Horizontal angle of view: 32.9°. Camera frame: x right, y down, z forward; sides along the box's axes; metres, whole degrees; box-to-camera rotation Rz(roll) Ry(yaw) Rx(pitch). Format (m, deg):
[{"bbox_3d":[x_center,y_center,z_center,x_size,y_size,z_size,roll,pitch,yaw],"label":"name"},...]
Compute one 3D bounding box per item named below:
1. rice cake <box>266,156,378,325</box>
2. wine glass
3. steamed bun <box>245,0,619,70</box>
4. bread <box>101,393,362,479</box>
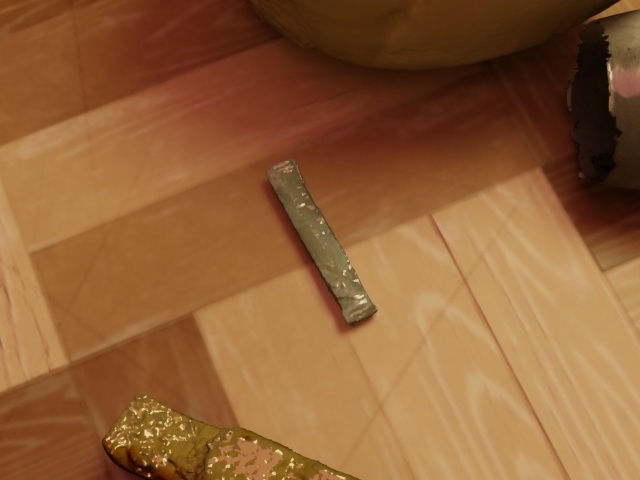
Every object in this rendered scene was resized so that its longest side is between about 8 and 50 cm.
[{"bbox_3d":[0.000,0.000,0.697,0.022,0.021,0.121,-29,70,1],"label":"rice cake"},{"bbox_3d":[0.283,-0.090,0.672,0.241,0.126,0.127,-2,67,1],"label":"wine glass"},{"bbox_3d":[0.071,-0.216,0.651,0.273,0.290,0.272,-40,76,6],"label":"steamed bun"},{"bbox_3d":[-0.016,0.144,0.604,0.226,0.088,0.049,22,72,9],"label":"bread"}]
